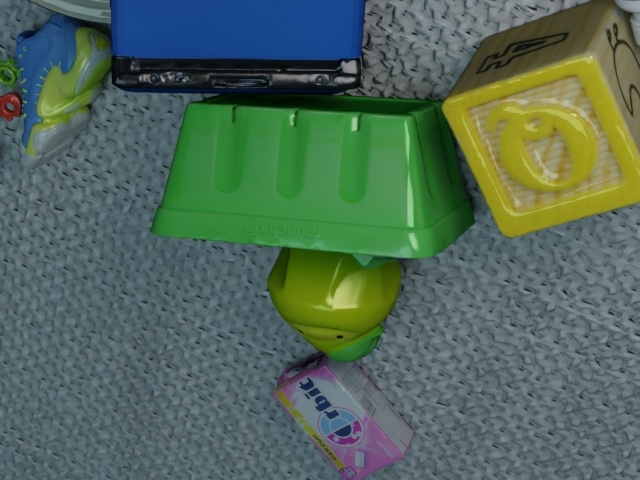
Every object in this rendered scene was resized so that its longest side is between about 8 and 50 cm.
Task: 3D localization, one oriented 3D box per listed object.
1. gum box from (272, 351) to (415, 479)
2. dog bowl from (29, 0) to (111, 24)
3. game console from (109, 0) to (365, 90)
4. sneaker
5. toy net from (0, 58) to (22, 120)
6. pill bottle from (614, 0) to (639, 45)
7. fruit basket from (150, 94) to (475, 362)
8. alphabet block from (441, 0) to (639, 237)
[{"bbox_3d":[0.030,0.242,2.240,0.107,0.062,0.188,-32,104,33],"label":"gum box"},{"bbox_3d":[-0.255,-0.453,1.835,0.408,0.150,0.408,10,138,9],"label":"dog bowl"},{"bbox_3d":[-0.100,-0.263,1.880,0.293,0.250,0.173,1,93,-5],"label":"game console"},{"bbox_3d":[-0.363,-0.210,2.126,0.126,0.091,0.240,47,124,11],"label":"sneaker"},{"bbox_3d":[-0.465,-0.169,2.205,0.122,0.045,0.232,17,125,9],"label":"toy net"},{"bbox_3d":[0.368,-0.311,1.753,0.108,0.108,0.180,-6,116,24],"label":"pill bottle"},{"bbox_3d":[0.000,0.000,2.007,0.392,0.283,0.392,4,103,19],"label":"fruit basket"},{"bbox_3d":[0.279,-0.145,1.831,0.193,0.197,0.192,-19,111,29],"label":"alphabet block"}]
